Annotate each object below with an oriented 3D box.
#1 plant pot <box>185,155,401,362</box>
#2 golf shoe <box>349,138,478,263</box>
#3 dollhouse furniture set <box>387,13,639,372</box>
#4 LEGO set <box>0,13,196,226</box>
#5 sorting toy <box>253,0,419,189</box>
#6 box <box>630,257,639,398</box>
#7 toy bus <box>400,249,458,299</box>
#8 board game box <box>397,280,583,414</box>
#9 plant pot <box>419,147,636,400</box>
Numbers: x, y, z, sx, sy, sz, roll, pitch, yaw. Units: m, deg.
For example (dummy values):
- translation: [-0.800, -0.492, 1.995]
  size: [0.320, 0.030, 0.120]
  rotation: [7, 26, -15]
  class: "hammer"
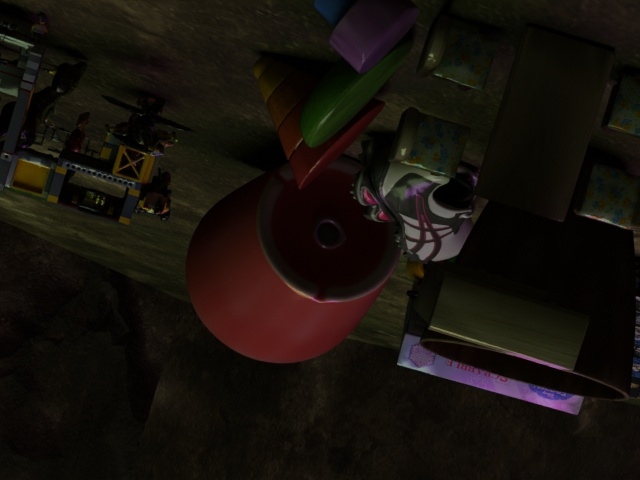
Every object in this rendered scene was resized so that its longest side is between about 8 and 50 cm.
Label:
- translation: [-0.023, 0.015, 1.449]
  size: [0.274, 0.275, 0.243]
  rotation: [18, 160, -13]
  class: "plant pot"
- translation: [0.142, -0.037, 1.313]
  size: [0.120, 0.105, 0.273]
  rotation: [1, 164, 30]
  class: "golf shoe"
- translation: [0.160, -0.041, 0.834]
  size: [0.212, 0.242, 0.161]
  rotation: [17, -178, -1]
  class: "dollhouse furniture set"
- translation: [-0.300, -0.165, 1.244]
  size: [0.331, 0.192, 0.255]
  rotation: [20, -161, -5]
  class: "LEGO set"
- translation: [-0.007, -0.161, 0.964]
  size: [0.126, 0.127, 0.365]
  rotation: [45, 168, 5]
  class: "sorting toy"
- translation: [0.360, 0.110, 1.579]
  size: [0.295, 0.073, 0.293]
  rotation: [14, 150, 7]
  class: "box"
- translation: [0.216, 0.092, 1.866]
  size: [0.202, 0.104, 0.191]
  rotation: [9, 167, 33]
  class: "toy bus"
- translation: [0.306, 0.184, 1.968]
  size: [0.317, 0.066, 0.319]
  rotation: [15, -164, 4]
  class: "board game box"
- translation: [0.235, 0.025, 1.119]
  size: [0.215, 0.231, 0.215]
  rotation: [16, 169, 3]
  class: "plant pot"
